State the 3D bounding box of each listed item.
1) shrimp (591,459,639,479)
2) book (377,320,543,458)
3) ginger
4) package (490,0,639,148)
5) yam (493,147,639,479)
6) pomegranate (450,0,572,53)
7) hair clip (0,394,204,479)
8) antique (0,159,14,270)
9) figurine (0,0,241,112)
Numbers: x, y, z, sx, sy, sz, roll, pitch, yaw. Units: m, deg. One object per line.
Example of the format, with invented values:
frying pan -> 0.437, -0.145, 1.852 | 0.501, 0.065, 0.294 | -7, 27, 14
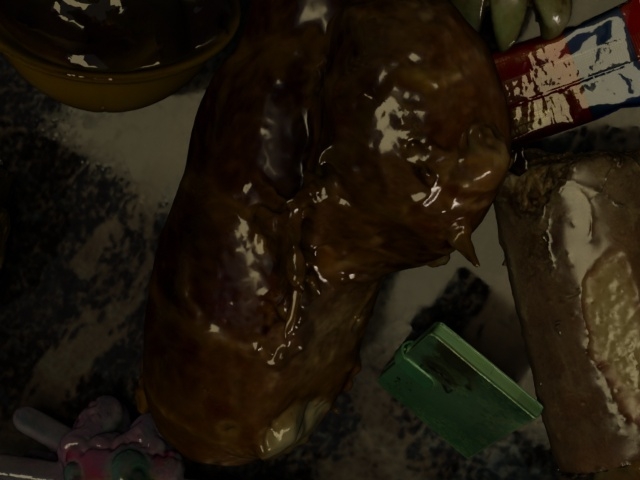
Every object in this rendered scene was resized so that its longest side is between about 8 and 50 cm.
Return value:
shrimp -> 0.323, 0.231, 1.051 | 0.267, 0.145, 0.061 | 18, 144, -8
book -> 0.098, 0.113, 1.066 | 0.103, 0.135, 0.017 | 40, 64, 1
ginger -> 0.000, 0.000, 1.000 | 0.254, 0.176, 0.418 | 35, 111, 39
package -> 0.170, -0.115, 1.059 | 0.200, 0.022, 0.083 | -18, 97, 12
yam -> 0.203, 0.043, 1.028 | 0.128, 0.129, 0.238 | -13, 95, -1
pomegranate -> 0.115, -0.273, 0.929 | 0.242, 0.242, 0.306 | -4, 100, 11
hair clip -> -0.119, 0.195, 1.129 | 0.278, 0.137, 0.090 | 25, 147, -2
antique -> -0.328, -0.002, 1.108 | 0.148, 0.146, 0.152 | 22, 104, 4
figurine -> -0.152, -0.186, 0.989 | 0.192, 0.257, 0.167 | 22, 73, 4
